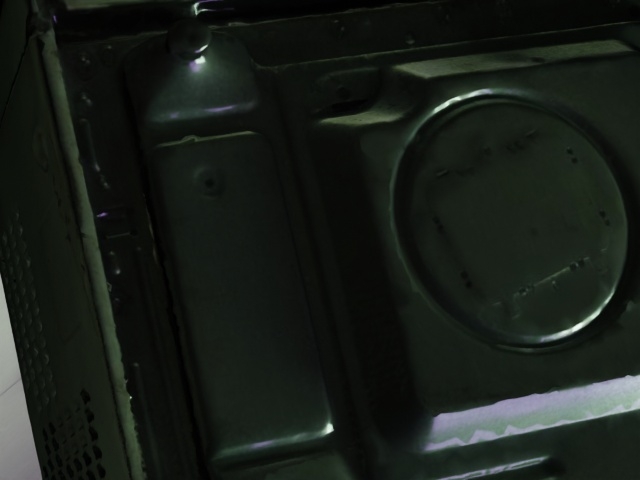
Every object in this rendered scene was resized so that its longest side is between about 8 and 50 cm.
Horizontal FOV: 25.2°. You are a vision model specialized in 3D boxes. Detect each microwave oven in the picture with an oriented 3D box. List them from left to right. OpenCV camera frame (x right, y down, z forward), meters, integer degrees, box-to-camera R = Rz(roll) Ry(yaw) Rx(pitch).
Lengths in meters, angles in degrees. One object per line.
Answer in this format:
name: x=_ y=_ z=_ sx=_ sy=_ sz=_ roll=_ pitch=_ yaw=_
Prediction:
microwave oven: x=0.063 y=0.015 z=0.688 sx=0.394 sy=0.333 sz=0.247 roll=-10 pitch=167 yaw=-20
